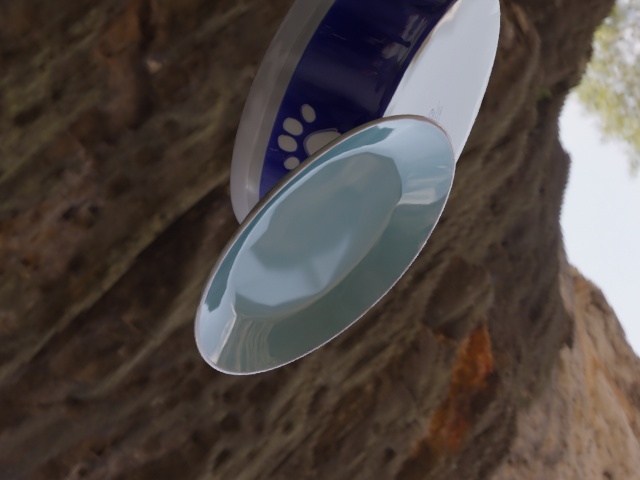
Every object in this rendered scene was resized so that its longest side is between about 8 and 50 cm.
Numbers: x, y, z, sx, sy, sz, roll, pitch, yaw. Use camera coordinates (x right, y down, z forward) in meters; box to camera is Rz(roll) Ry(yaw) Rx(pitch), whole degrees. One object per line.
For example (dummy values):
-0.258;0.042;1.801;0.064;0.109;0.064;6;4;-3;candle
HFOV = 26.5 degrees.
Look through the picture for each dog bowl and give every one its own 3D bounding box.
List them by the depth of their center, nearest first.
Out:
0.041;-0.104;1.100;0.104;0.265;0.265;26;-109;18;dog bowl

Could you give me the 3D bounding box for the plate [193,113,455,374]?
0.000;0.000;0.769;0.188;0.188;0.024;-43;-117;-5;plate
